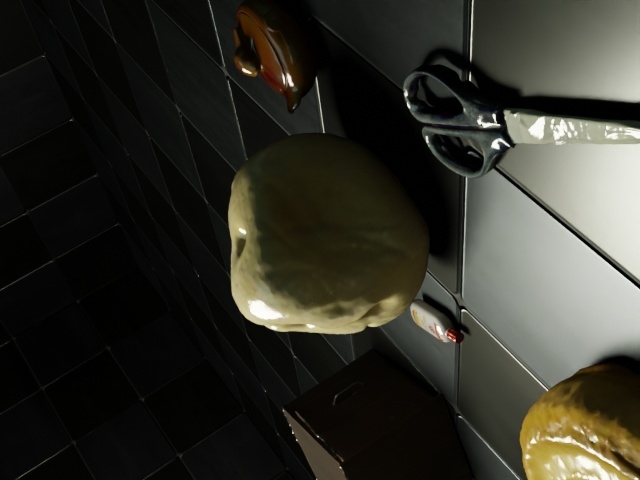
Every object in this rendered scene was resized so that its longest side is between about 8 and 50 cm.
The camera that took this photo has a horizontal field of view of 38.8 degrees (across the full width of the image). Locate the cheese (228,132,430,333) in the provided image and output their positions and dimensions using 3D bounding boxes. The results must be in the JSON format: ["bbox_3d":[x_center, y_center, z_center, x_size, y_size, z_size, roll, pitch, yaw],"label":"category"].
[{"bbox_3d":[0.000,0.000,0.963,0.235,0.218,0.117,34,164,5],"label":"cheese"}]

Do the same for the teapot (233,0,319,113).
[{"bbox_3d":[-0.053,-0.198,0.976,0.129,0.078,0.098,59,163,-3],"label":"teapot"}]

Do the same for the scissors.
[{"bbox_3d":[0.153,-0.088,0.693,0.109,0.022,0.300,61,162,-20],"label":"scissors"}]

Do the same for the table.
[{"bbox_3d":[0.076,0.284,1.295,0.193,0.169,0.172,32,149,58],"label":"table"}]

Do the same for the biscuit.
[{"bbox_3d":[0.284,0.248,0.779,0.296,0.102,0.296,48,158,27],"label":"biscuit"}]

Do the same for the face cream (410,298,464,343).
[{"bbox_3d":[0.136,0.097,1.056,0.083,0.021,0.040,32,150,55],"label":"face cream"}]
